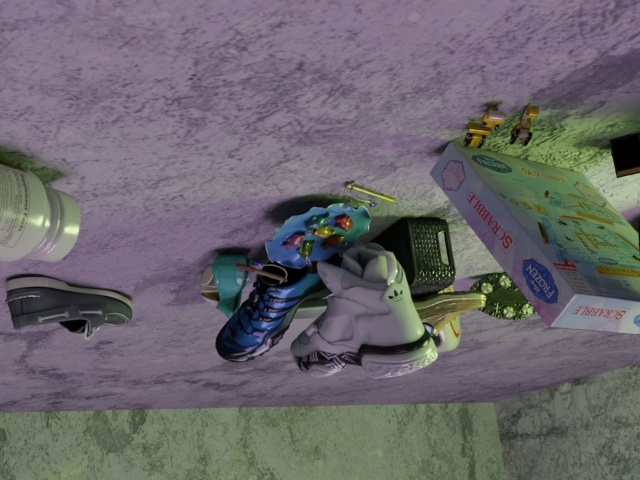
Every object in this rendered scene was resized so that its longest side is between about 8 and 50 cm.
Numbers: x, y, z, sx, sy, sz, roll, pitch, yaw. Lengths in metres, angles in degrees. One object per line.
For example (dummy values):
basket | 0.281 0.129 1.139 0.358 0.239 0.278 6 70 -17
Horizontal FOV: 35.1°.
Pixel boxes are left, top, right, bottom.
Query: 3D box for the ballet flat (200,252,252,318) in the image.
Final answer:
ballet flat | -0.184 0.082 1.914 0.087 0.083 0.247 10 157 -6

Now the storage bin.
storage bin | 0.158 0.041 1.817 0.084 0.122 0.180 1 161 -22

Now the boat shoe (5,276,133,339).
boat shoe | -0.479 0.145 1.956 0.116 0.099 0.319 -15 161 25

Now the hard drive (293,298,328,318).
hard drive | -0.042 0.157 2.285 0.135 0.022 0.094 -4 163 -9

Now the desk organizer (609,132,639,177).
desk organizer | 0.499 -0.136 1.504 0.130 0.047 0.050 -12 160 18

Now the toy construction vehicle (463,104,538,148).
toy construction vehicle | 0.245 -0.158 1.373 0.085 0.035 0.098 6 159 -2

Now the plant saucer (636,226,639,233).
plant saucer | 0.727 -0.015 1.929 0.277 0.041 0.278 -2 170 0

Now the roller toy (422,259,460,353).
roller toy | 0.202 0.133 2.012 0.146 0.191 0.209 -12 162 15

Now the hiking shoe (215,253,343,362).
hiking shoe | -0.093 0.098 1.849 0.304 0.113 0.132 -43 139 9

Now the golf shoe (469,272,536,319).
golf shoe | 0.450 0.128 2.248 0.272 0.105 0.120 -2 169 -13

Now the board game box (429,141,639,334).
board game box | 0.357 0.001 1.460 0.318 0.318 0.066 9 127 -39

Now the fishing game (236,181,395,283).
fishing game | 0.000 0.000 1.668 0.264 0.041 0.189 -34 151 23

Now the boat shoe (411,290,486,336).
boat shoe | 0.203 0.135 1.803 0.189 0.072 0.068 -10 163 11

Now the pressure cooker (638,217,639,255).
pressure cooker | 0.647 -0.049 1.248 0.370 0.375 0.420 -45 170 -27

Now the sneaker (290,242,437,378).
sneaker | 0.050 0.120 1.753 0.137 0.210 0.365 -18 -174 -32

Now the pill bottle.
pill bottle | -0.432 -0.041 1.321 0.131 0.131 0.229 -17 160 30
